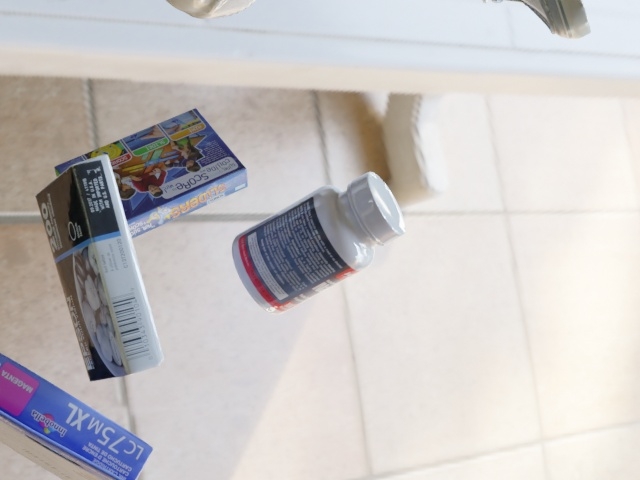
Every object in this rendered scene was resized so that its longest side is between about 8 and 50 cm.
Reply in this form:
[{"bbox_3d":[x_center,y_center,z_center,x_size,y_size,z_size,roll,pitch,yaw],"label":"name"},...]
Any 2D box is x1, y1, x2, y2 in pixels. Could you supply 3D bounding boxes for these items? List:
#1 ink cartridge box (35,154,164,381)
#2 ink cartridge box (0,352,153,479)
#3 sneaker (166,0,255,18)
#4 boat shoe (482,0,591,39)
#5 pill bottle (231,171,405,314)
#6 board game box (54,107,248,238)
[{"bbox_3d":[-0.230,0.037,1.193,0.045,0.208,0.206,-15,87,-25],"label":"ink cartridge box"},{"bbox_3d":[-0.287,0.189,1.225,0.186,0.311,0.065,35,72,-15],"label":"ink cartridge box"},{"bbox_3d":[-0.060,-0.154,0.341,0.094,0.212,0.080,-21,49,-23],"label":"sneaker"},{"bbox_3d":[0.163,-0.246,1.047,0.079,0.081,0.227,55,10,-52],"label":"boat shoe"},{"bbox_3d":[0.000,0.000,1.352,0.108,0.180,0.108,50,22,-29],"label":"pill bottle"},{"bbox_3d":[-0.211,-0.080,1.486,0.201,0.035,0.136,-25,53,-20],"label":"board game box"}]
